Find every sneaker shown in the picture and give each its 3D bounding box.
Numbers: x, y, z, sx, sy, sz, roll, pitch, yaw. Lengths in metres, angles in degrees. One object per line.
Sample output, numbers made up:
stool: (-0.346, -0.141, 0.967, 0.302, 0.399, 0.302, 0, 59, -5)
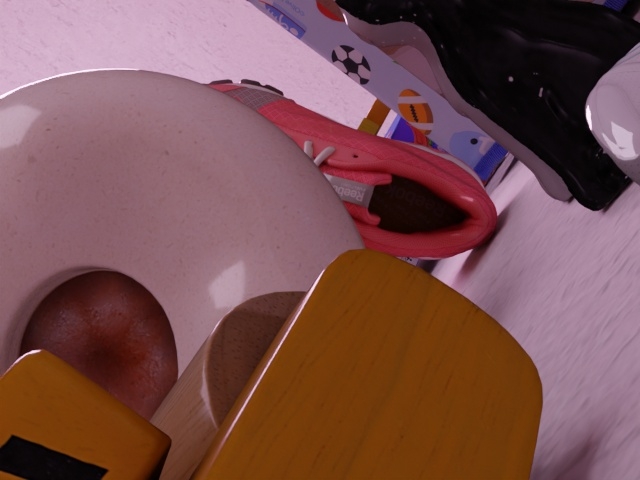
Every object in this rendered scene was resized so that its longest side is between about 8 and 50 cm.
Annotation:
sneaker: (0.145, -0.068, 0.503, 0.061, 0.054, 0.152, -51, 1, 41)
sneaker: (-0.003, -0.056, 1.040, 0.136, 0.314, 0.115, -140, 62, -80)

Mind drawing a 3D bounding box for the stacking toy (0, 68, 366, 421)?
stacking toy: (-0.070, 0.088, 0.957, 0.350, 0.351, 0.480, -54, -17, 7)

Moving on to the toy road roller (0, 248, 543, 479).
toy road roller: (-0.100, 0.109, 0.352, 0.202, 0.241, 0.329, -54, 0, 32)

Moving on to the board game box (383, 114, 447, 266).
board game box: (0.048, 0.015, 1.518, 0.233, 0.078, 0.347, -65, 3, -34)

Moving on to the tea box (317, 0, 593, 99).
tea box: (0.111, -0.337, 0.934, 0.329, 0.220, 0.323, -38, 44, 23)

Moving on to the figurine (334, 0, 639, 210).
figurine: (0.083, -0.115, 0.734, 0.092, 0.209, 0.215, -54, -1, 4)

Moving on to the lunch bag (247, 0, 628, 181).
lunch bag: (0.162, -0.315, 1.252, 0.239, 0.328, 0.385, -52, -4, -48)

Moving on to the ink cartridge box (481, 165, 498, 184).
ink cartridge box: (0.161, -0.063, 1.447, 0.115, 0.029, 0.063, -56, 1, 1)

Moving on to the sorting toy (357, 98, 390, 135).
sorting toy: (0.000, 0.000, 1.400, 0.307, 0.041, 0.229, -62, -1, 28)
